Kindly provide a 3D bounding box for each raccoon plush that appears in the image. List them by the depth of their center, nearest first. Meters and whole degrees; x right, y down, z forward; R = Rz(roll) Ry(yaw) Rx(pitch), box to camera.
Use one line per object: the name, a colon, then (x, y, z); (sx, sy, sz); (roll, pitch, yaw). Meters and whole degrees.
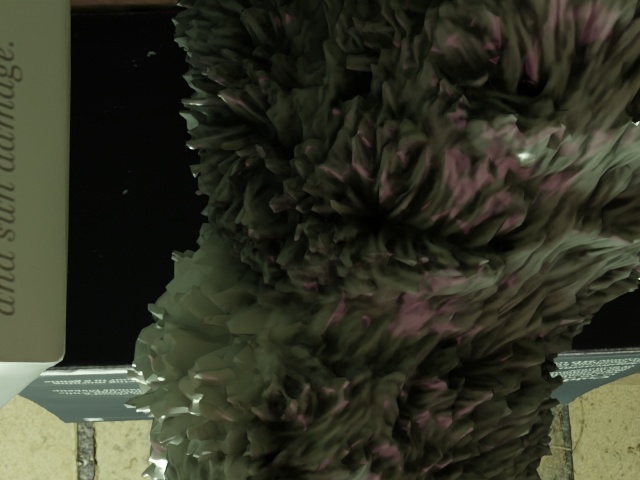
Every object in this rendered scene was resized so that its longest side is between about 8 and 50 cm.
raccoon plush: (0.074, -0.017, 0.456); (0.216, 0.299, 0.446); (4, 168, -28)

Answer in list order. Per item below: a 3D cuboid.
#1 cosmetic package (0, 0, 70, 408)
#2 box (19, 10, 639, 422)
cosmetic package: (-0.186, -0.038, 0.528); (0.156, 0.217, 0.385); (2, 171, -18)
box: (0.000, 0.000, 0.864); (0.343, 0.178, 0.312); (-2, 169, -3)
